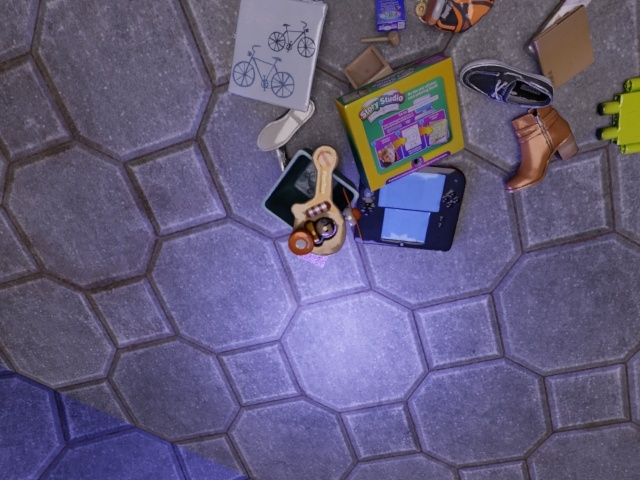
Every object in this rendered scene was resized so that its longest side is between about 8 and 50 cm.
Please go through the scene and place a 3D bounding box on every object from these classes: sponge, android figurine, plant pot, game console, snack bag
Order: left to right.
[{"bbox_3d":[-0.154,-0.634,1.392,0.322,0.037,0.343,19,112,16],"label":"snack bag"},{"bbox_3d":[-0.026,-0.180,1.490,0.247,0.252,0.247,36,112,-9],"label":"plant pot"},{"bbox_3d":[0.000,0.000,1.680,0.117,0.031,0.210,25,112,-4],"label":"sponge"},{"bbox_3d":[0.330,-0.128,1.577,0.385,0.060,0.343,6,112,4],"label":"game console"},{"bbox_3d":[1.070,-0.415,1.380,0.272,0.056,0.249,-9,110,10],"label":"android figurine"}]

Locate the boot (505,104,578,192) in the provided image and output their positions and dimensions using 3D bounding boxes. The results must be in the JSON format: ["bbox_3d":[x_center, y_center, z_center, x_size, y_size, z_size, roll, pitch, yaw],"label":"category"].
[{"bbox_3d":[0.715,-0.318,1.428,0.283,0.109,0.220,-37,105,16],"label":"boot"}]

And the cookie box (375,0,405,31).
[{"bbox_3d":[0.223,-0.726,1.328,0.091,0.040,0.107,-3,75,8],"label":"cookie box"}]

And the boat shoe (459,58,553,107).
[{"bbox_3d":[0.598,-0.497,1.349,0.300,0.102,0.108,19,139,6],"label":"boat shoe"}]

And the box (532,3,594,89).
[{"bbox_3d":[0.767,-0.595,1.308,0.164,0.021,0.201,-35,127,10],"label":"box"}]

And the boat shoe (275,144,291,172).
[{"bbox_3d":[-0.132,-0.299,1.565,0.040,0.049,0.142,-15,107,11],"label":"boat shoe"}]

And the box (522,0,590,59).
[{"bbox_3d":[0.770,-0.720,1.285,0.063,0.067,0.324,33,112,-8],"label":"box"}]

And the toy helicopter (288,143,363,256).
[{"bbox_3d":[0.025,-0.118,1.303,0.234,0.140,0.356,4,110,3],"label":"toy helicopter"}]

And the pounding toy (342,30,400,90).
[{"bbox_3d":[0.188,-0.588,1.384,0.206,0.181,0.094,-36,147,18],"label":"pounding toy"}]

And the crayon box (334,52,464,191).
[{"bbox_3d":[0.269,-0.381,1.367,0.362,0.106,0.313,-25,123,-3],"label":"crayon box"}]

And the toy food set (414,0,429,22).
[{"bbox_3d":[0.354,-0.747,1.344,0.083,0.020,0.082,43,110,-11],"label":"toy food set"}]

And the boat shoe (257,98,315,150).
[{"bbox_3d":[-0.122,-0.418,1.499,0.254,0.079,0.095,-42,100,17],"label":"boat shoe"}]

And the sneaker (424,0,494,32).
[{"bbox_3d":[0.453,-0.802,1.272,0.179,0.125,0.322,12,112,-12],"label":"sneaker"}]
